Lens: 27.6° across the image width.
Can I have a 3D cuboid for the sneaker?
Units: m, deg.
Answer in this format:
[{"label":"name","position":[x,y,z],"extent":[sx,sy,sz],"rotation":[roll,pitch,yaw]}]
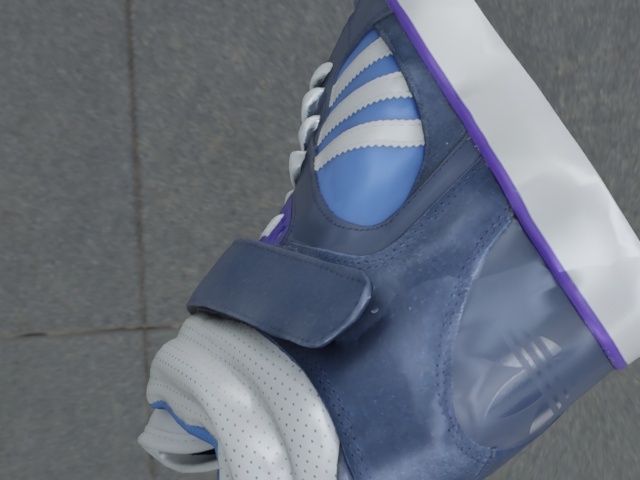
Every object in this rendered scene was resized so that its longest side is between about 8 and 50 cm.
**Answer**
[{"label":"sneaker","position":[0.000,0.001,0.606],"extent":[0.236,0.323,0.130],"rotation":[-33,124,8]}]
